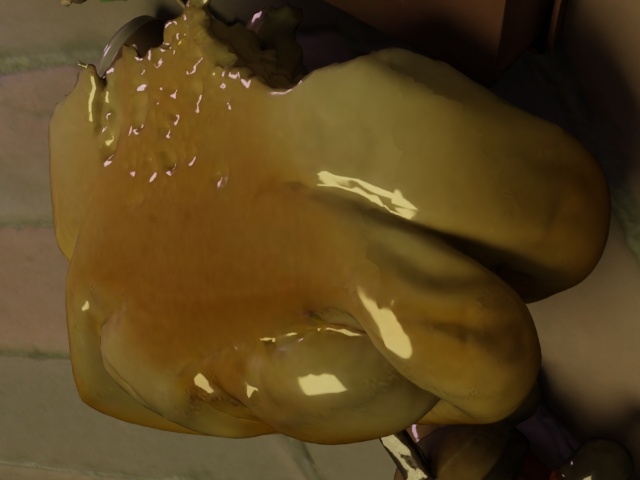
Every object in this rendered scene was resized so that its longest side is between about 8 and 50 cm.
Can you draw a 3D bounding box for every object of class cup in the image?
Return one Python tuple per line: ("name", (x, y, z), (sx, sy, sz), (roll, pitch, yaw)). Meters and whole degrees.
("cup", (-0.111, -0.127, 1.500), (0.099, 0.074, 0.102), (34, 145, 15))

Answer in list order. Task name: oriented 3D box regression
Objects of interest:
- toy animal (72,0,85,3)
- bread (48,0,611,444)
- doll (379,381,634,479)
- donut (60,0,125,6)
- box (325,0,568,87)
("toy animal", (-0.293, -0.260, 1.519), (0.233, 0.121, 0.168), (20, 157, 17))
("bread", (-0.019, 0.004, 1.327), (0.424, 0.245, 0.329), (-4, 143, 47))
("doll", (0.179, 0.241, 1.510), (0.330, 0.174, 0.235), (41, 141, 7))
("donut", (-0.137, -0.207, 1.321), (0.199, 0.233, 0.085), (-7, 92, 6))
("box", (0.056, -0.224, 1.207), (0.215, 0.086, 0.215), (30, 145, 20))
